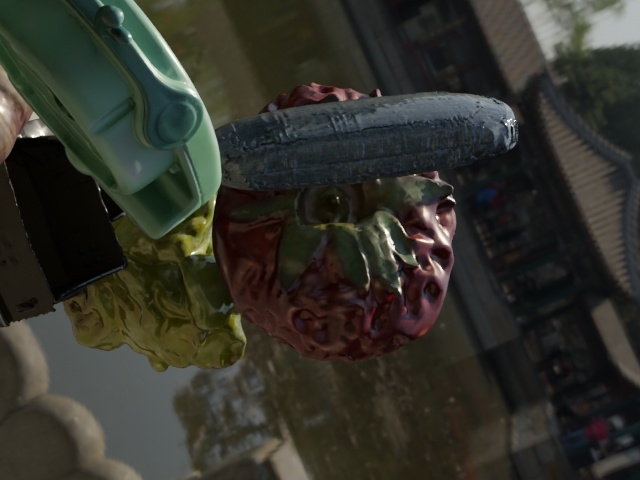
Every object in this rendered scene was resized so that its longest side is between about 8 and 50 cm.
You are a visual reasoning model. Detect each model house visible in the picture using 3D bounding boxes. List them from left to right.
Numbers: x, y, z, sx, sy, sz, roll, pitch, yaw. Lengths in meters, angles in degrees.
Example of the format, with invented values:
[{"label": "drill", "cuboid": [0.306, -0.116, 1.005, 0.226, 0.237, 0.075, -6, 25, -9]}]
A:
[{"label": "model house", "cuboid": [-0.362, -0.014, 1.276, 0.204, 0.243, 0.211, -26, 96, -60]}]

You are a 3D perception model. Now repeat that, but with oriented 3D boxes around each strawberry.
[{"label": "strawberry", "cuboid": [0.000, 0.000, 1.310, 0.317, 0.295, 0.345, 64, -20, 9]}]

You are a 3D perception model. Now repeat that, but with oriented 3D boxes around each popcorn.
[{"label": "popcorn", "cuboid": [-0.198, 0.029, 1.520, 0.312, 0.312, 0.312, 62, 10, -20]}]

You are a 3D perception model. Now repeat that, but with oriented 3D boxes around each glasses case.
[{"label": "glasses case", "cuboid": [0.034, -0.089, 0.970, 0.109, 0.283, 0.067, -122, -153, -65]}]

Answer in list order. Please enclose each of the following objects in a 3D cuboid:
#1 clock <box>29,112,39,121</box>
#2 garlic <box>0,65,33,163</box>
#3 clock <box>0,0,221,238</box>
[{"label": "clock", "cuboid": [-0.444, -0.105, 1.705, 0.313, 0.061, 0.312, 32, 44, -37]}, {"label": "garlic", "cuboid": [-0.367, -0.131, 0.952, 0.160, 0.245, 0.244, 114, -41, -61]}, {"label": "clock", "cuboid": [-0.131, -0.097, 0.619, 0.159, 0.066, 0.211, 46, -14, 14]}]
